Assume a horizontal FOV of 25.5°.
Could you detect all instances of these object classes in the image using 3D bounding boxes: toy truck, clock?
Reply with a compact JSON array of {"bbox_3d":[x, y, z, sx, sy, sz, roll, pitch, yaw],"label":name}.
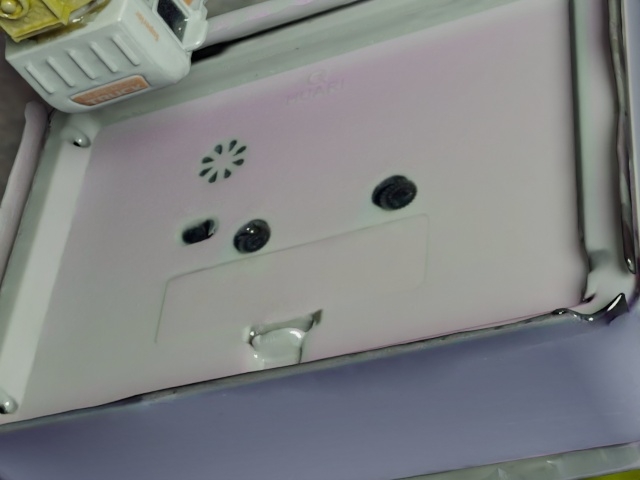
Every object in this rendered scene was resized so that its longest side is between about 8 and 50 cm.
[{"bbox_3d":[-0.077,-0.084,0.359,0.052,0.063,0.123,-14,140,23],"label":"toy truck"},{"bbox_3d":[0.000,-0.001,0.399,0.193,0.145,0.073,-13,136,23],"label":"clock"}]

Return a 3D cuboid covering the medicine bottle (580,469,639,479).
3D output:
[{"bbox_3d":[0.068,0.120,0.492,0.384,0.224,0.224,-5,144,10],"label":"medicine bottle"}]
